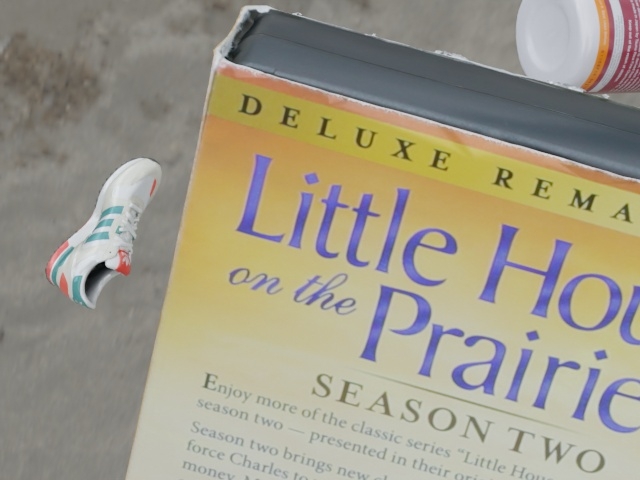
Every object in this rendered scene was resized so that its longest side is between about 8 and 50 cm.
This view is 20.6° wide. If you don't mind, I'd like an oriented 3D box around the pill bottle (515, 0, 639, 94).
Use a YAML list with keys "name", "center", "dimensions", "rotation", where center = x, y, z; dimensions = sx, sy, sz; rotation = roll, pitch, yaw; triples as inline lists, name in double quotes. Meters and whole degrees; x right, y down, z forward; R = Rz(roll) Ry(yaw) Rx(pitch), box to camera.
- name: "pill bottle"
  center: [0.222, -0.147, 1.250]
  dimensions: [0.152, 0.086, 0.086]
  rotation: [-4, 63, -29]

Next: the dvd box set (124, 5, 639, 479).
- name: "dvd box set"
  center: [0.069, 0.150, 0.643]
  dimensions: [0.308, 0.420, 0.062]
  rotation: [15, 28, 1]

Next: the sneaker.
- name: "sneaker"
  center: [-0.196, -0.003, 1.719]
  dimensions: [0.161, 0.057, 0.075]
  rotation: [-51, 52, 3]
